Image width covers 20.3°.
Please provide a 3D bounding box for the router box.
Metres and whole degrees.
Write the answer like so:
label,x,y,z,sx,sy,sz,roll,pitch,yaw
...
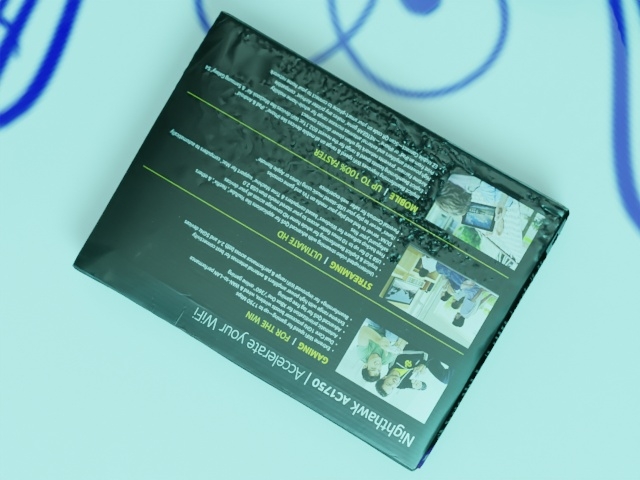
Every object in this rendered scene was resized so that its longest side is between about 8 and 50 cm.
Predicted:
label,x,y,z,sx,sy,sz,roll,pitch,yaw
router box,0.000,0.000,0.790,0.179,0.046,0.133,31,89,8
